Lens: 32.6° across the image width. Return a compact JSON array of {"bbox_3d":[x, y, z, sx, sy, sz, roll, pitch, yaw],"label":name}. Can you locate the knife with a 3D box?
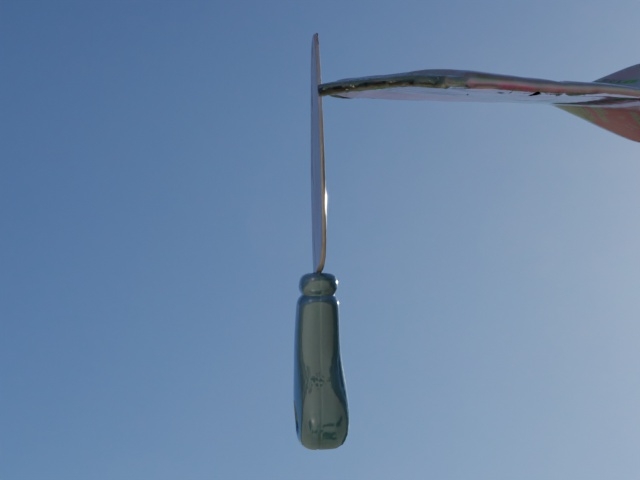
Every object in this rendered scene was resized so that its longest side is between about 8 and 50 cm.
[{"bbox_3d":[0.000,0.001,0.633,0.032,0.244,0.058,0,3,-2],"label":"knife"}]

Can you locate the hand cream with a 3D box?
[{"bbox_3d":[0.123,-0.076,0.581,0.275,0.050,0.079,-3,-21,-43],"label":"hand cream"}]
